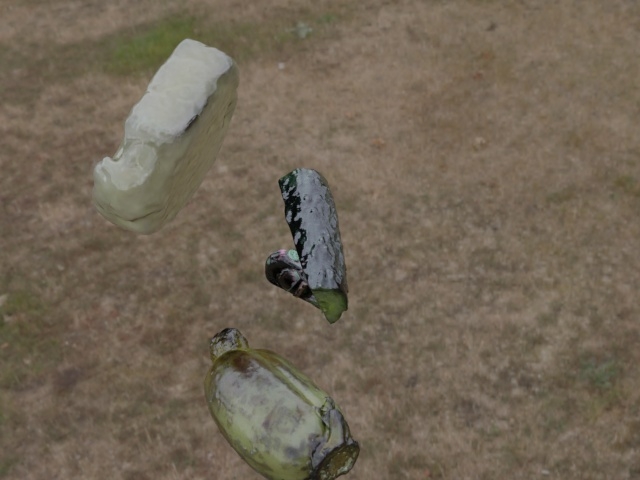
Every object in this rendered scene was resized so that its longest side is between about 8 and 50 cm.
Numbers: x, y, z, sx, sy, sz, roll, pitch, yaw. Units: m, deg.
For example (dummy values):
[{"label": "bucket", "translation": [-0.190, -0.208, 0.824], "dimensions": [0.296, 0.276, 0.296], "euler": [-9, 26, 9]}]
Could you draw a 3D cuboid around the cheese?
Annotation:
[{"label": "cheese", "translation": [-0.239, -0.161, 1.341], "dimensions": [0.115, 0.326, 0.318], "euler": [27, 20, 2]}]

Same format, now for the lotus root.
[{"label": "lotus root", "translation": [-0.073, 0.252, 1.280], "dimensions": [0.173, 0.173, 0.309], "euler": [-31, 48, -24]}]

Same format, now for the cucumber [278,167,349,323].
[{"label": "cucumber", "translation": [0.003, 0.000, 0.986], "dimensions": [0.062, 0.078, 0.211], "euler": [-23, 41, 3]}]

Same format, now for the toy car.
[{"label": "toy car", "translation": [-0.027, 0.069, 1.389], "dimensions": [0.142, 0.069, 0.055], "euler": [29, 37, -16]}]
